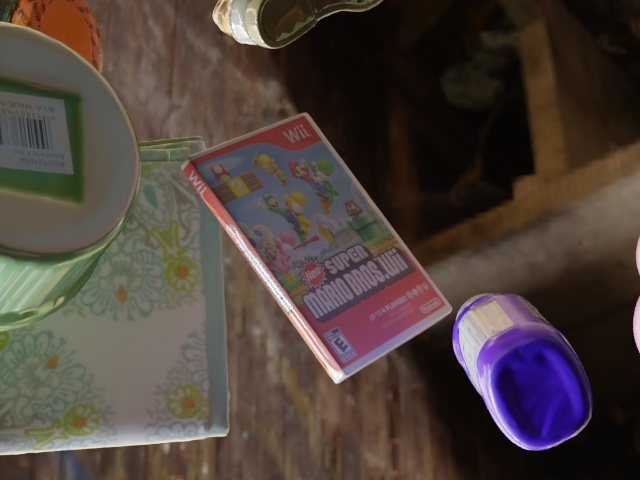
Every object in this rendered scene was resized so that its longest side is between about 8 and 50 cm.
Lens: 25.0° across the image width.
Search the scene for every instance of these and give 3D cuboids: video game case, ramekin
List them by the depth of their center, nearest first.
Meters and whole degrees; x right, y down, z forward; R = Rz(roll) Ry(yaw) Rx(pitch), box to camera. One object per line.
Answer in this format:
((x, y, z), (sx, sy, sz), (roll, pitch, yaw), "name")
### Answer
((-0.330, -0.074, 1.455), (0.303, 0.303, 0.148), (21, 145, -26), "ramekin")
((0.000, 0.000, 1.565), (0.204, 0.285, 0.025), (-26, 166, -47), "video game case")

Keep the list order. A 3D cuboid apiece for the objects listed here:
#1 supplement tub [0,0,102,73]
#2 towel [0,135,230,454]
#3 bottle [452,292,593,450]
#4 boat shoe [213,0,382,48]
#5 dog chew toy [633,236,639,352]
((-0.452, -0.233, 1.854), (0.316, 0.193, 0.193), (-3, 145, 27), "supplement tub")
((-0.274, 0.064, 1.751), (0.321, 0.374, 0.090), (-3, 178, -10), "towel")
((0.184, 0.111, 1.400), (0.092, 0.283, 0.118), (-27, 101, 1), "bottle")
((-0.012, -0.342, 1.888), (0.103, 0.302, 0.113), (16, 125, 41), "boat shoe")
((0.430, 0.103, 1.544), (0.207, 0.206, 0.331), (-14, 109, 17), "dog chew toy")
